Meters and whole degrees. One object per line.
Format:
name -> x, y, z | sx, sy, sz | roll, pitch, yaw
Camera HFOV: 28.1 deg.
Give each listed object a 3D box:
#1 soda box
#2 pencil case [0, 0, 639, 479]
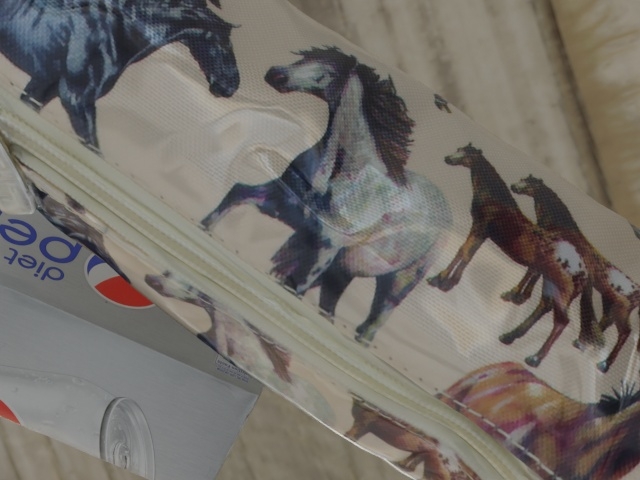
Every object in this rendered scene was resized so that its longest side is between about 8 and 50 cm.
soda box -> -0.170, 0.035, 0.724 | 0.286, 0.091, 0.098 | 25, -55, -6
pencil case -> 0.000, 0.000, 0.585 | 0.410, 0.183, 0.160 | 35, -45, 0
